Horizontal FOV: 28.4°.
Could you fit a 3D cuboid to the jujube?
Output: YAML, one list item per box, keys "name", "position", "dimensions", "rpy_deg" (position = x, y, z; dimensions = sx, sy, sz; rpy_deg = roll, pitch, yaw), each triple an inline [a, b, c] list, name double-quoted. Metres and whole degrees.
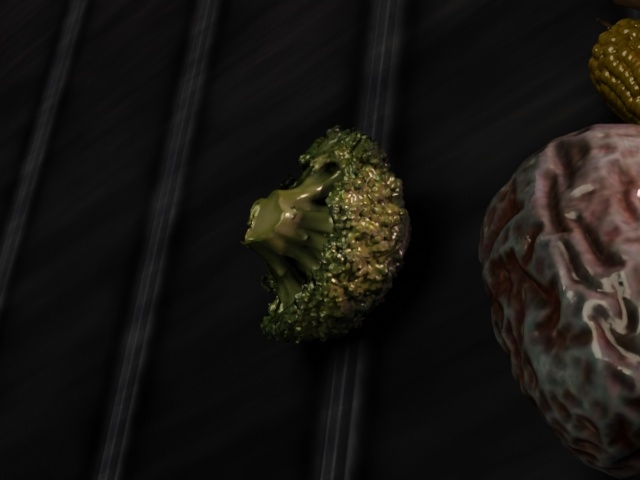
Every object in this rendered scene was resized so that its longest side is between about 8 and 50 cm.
- name: "jujube"
  position: [0.257, 0.049, 1.083]
  dimensions: [0.226, 0.226, 0.317]
  rpy_deg: [-32, 49, 26]

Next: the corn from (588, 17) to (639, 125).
- name: "corn"
  position: [0.353, -0.120, 1.192]
  dimensions: [0.101, 0.101, 0.310]
  rpy_deg: [-46, 41, 10]

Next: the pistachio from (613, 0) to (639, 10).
- name: "pistachio"
  position: [0.378, -0.317, 1.204]
  dimensions: [0.230, 0.230, 0.309]
  rpy_deg: [-60, 8, -7]

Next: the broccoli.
- name: "broccoli"
  position: [0.002, 0.002, 1.407]
  dimensions: [0.226, 0.176, 0.198]
  rpy_deg: [-32, 37, 4]
